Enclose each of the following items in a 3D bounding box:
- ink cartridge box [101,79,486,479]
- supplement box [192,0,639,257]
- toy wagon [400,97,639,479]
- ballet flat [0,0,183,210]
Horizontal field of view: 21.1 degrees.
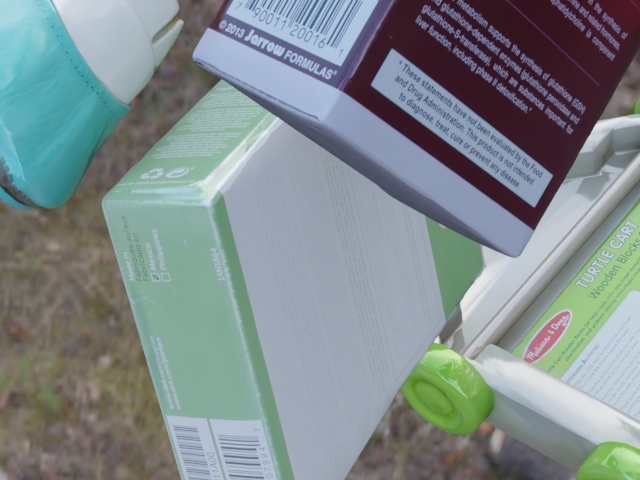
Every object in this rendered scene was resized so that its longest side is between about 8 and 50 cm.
[{"bbox_3d":[0.000,0.000,0.770,0.056,0.171,0.235,0,30,25],"label":"ink cartridge box"},{"bbox_3d":[0.073,-0.129,0.594,0.073,0.239,0.130,30,-1,42],"label":"supplement box"},{"bbox_3d":[0.158,0.015,0.981,0.344,0.068,0.267,27,57,30],"label":"toy wagon"},{"bbox_3d":[-0.102,-0.101,0.719,0.087,0.083,0.247,-28,28,9],"label":"ballet flat"}]
